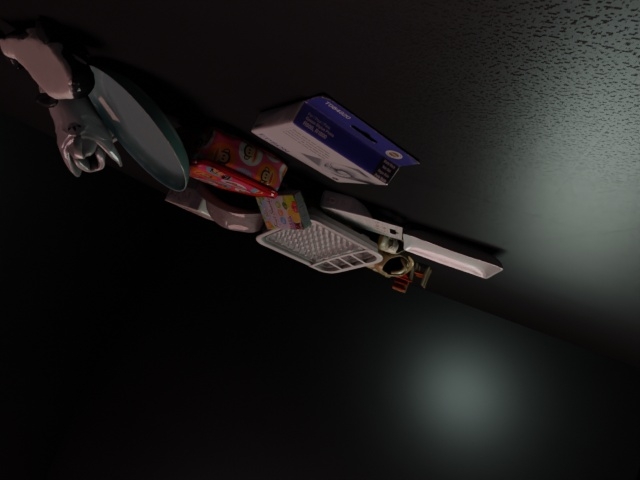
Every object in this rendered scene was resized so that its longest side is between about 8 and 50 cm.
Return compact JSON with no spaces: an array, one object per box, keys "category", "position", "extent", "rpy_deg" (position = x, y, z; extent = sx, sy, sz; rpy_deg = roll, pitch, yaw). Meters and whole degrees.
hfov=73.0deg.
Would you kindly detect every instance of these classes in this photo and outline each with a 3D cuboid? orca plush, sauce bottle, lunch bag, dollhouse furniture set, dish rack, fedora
[{"category":"orca plush","position":[-0.506,-0.336,0.834],"extent":[0.287,0.151,0.102],"rpy_deg":[15,-157,33]},{"category":"sauce bottle","position":[0.019,-0.060,1.419],"extent":[0.344,0.111,0.111],"rpy_deg":[25,173,-30]},{"category":"lunch bag","position":[-0.231,-0.193,1.113],"extent":[0.258,0.120,0.293],"rpy_deg":[21,177,-43]},{"category":"dollhouse furniture set","position":[0.377,0.161,2.038],"extent":[0.262,0.135,0.259],"rpy_deg":[19,174,22]},{"category":"dish rack","position":[0.000,0.000,1.338],"extent":[0.333,0.072,0.285],"rpy_deg":[26,152,-34]},{"category":"fedora","position":[-0.245,-0.110,1.314],"extent":[0.275,0.124,0.244],"rpy_deg":[26,-144,13]}]

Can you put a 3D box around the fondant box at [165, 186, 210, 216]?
[{"category":"fondant box","position":[-0.528,-0.158,1.988],"extent":[0.330,0.096,0.238],"rpy_deg":[15,171,45]}]

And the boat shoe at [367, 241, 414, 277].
[{"category":"boat shoe","position":[0.271,0.091,1.606],"extent":[0.110,0.122,0.341],"rpy_deg":[34,-166,35]}]

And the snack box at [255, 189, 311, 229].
[{"category":"snack box","position":[-0.099,-0.080,1.148],"extent":[0.141,0.037,0.100],"rpy_deg":[3,119,40]}]

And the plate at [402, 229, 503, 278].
[{"category":"plate","position":[0.383,0.035,1.282],"extent":[0.277,0.045,0.278],"rpy_deg":[21,175,15]}]

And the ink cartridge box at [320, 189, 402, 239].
[{"category":"ink cartridge box","position":[0.127,-0.071,1.246],"extent":[0.232,0.066,0.189],"rpy_deg":[12,172,12]}]

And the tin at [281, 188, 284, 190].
[{"category":"tin","position":[-0.128,-0.150,1.511],"extent":[0.189,0.040,0.106],"rpy_deg":[17,177,39]}]

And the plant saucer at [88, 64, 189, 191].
[{"category":"plant saucer","position":[-0.399,-0.248,0.964],"extent":[0.317,0.044,0.317],"rpy_deg":[36,155,19]}]

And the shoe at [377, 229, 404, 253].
[{"category":"shoe","position":[0.239,0.005,1.413],"extent":[0.058,0.077,0.219],"rpy_deg":[16,180,24]}]

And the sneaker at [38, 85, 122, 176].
[{"category":"sneaker","position":[-0.608,-0.269,1.151],"extent":[0.137,0.210,0.366],"rpy_deg":[-16,178,-11]}]

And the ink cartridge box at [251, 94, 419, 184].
[{"category":"ink cartridge box","position":[0.020,-0.163,0.756],"extent":[0.223,0.045,0.224],"rpy_deg":[25,173,-32]}]
